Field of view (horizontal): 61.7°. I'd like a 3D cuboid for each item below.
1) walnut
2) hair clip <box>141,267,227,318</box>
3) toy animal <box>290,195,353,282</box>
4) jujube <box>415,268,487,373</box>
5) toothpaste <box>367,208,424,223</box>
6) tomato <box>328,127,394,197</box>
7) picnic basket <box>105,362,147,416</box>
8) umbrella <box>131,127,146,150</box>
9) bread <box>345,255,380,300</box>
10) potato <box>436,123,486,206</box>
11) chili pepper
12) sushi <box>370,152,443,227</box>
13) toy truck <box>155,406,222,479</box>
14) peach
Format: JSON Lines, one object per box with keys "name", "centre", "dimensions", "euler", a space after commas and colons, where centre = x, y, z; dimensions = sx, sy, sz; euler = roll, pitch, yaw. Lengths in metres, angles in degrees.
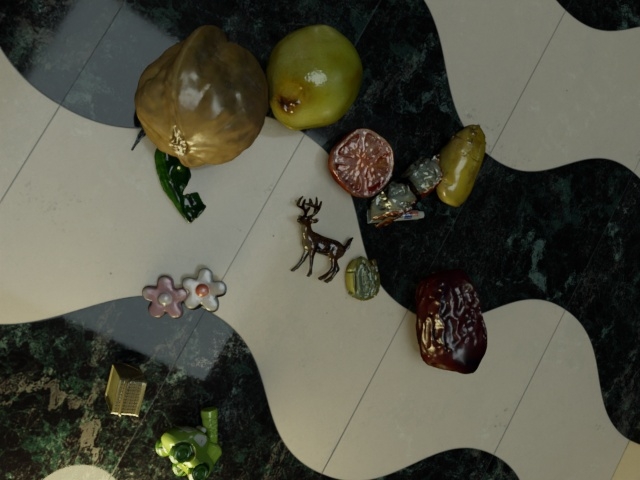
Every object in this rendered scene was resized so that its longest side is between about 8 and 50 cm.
{"name": "walnut", "centre": [-0.319, -0.393, 1.505], "dimensions": [0.383, 0.383, 0.384], "euler": [-2, 95, -19]}
{"name": "hair clip", "centre": [-0.424, 0.168, 1.680], "dimensions": [0.256, 0.075, 0.146], "euler": [-10, 103, -14]}
{"name": "toy animal", "centre": [-0.011, -0.003, 1.815], "dimensions": [0.243, 0.087, 0.260], "euler": [20, 86, -34]}
{"name": "jujube", "centre": [0.461, 0.294, 1.917], "dimensions": [0.258, 0.258, 0.377], "euler": [-10, 86, -18]}
{"name": "toothpaste", "centre": [0.269, -0.089, 1.922], "dimensions": [0.217, 0.033, 0.052], "euler": [-2, 91, -15]}
{"name": "tomato", "centre": [0.130, -0.264, 1.822], "dimensions": [0.236, 0.095, 0.237], "euler": [-3, 99, -22]}
{"name": "picnic basket", "centre": [-0.582, 0.443, 1.597], "dimensions": [0.079, 0.164, 0.115], "euler": [14, 91, -29]}
{"name": "umbrella", "centre": [-0.494, -0.384, 1.625], "dimensions": [0.269, 0.044, 0.044], "euler": [-60, 147, 1]}
{"name": "bread", "centre": [0.149, 0.133, 1.879], "dimensions": [0.117, 0.064, 0.157], "euler": [-12, 100, -19]}
{"name": "potato", "centre": [0.501, -0.275, 1.928], "dimensions": [0.172, 0.140, 0.301], "euler": [16, 94, -33]}
{"name": "chili pepper", "centre": [-0.434, -0.176, 1.638], "dimensions": [0.099, 0.083, 0.254], "euler": [-28, 107, -25]}
{"name": "sushi", "centre": [0.300, -0.177, 1.869], "dimensions": [0.332, 0.124, 0.130], "euler": [-37, 93, -16]}
{"name": "toy truck", "centre": [-0.393, 0.655, 1.701], "dimensions": [0.210, 0.148, 0.187], "euler": [-26, 102, -41]}
{"name": "peach", "centre": [-0.019, -0.489, 1.626], "dimensions": [0.315, 0.281, 0.315], "euler": [-23, 120, -62]}
